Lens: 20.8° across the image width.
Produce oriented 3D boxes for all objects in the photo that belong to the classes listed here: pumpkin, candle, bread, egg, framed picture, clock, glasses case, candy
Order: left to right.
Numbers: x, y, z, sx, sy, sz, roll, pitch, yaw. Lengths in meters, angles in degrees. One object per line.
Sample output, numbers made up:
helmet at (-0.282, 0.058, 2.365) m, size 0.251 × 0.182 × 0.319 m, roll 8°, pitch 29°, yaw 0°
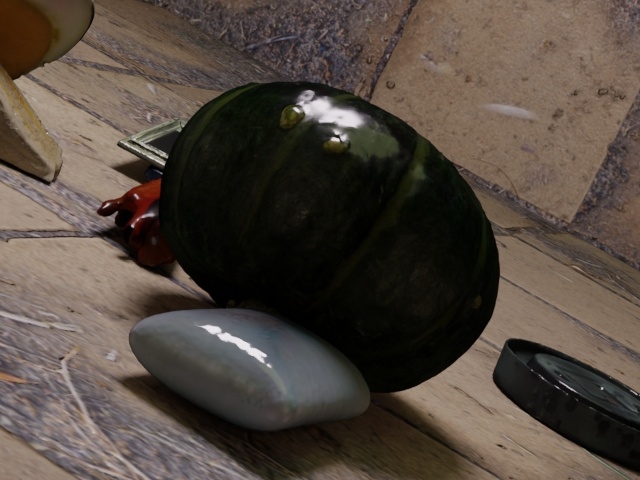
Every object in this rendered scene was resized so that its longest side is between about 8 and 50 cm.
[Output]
egg at (-0.362, -0.281, 1.728) m, size 0.286 × 0.264 × 0.174 m, roll 21°, pitch 54°, yaw -41°
bread at (-0.300, -0.135, 1.658) m, size 0.152 × 0.105 × 0.077 m, roll 25°, pitch 17°, yaw -10°
glasses case at (-0.171, -0.070, 1.897) m, size 0.033 × 0.023 × 0.083 m, roll 23°, pitch 10°, yaw 0°
candle at (-0.145, -0.029, 1.662) m, size 0.084 × 0.059 × 0.301 m, roll 39°, pitch 12°, yaw 0°
candy at (-0.047, 0.090, 1.256) m, size 0.138 × 0.071 × 0.174 m, roll 27°, pitch 8°, yaw 20°
framed picture at (-0.070, -0.059, 1.958) m, size 0.293 × 0.018 × 0.231 m, roll 28°, pitch 13°, yaw 3°
pumpkin at (0.000, 0.000, 1.416) m, size 0.300 × 0.207 × 0.300 m, roll 36°, pitch -12°, yaw 9°
clock at (0.277, 0.170, 1.791) m, size 0.215 × 0.042 × 0.215 m, roll 27°, pitch 10°, yaw -5°
